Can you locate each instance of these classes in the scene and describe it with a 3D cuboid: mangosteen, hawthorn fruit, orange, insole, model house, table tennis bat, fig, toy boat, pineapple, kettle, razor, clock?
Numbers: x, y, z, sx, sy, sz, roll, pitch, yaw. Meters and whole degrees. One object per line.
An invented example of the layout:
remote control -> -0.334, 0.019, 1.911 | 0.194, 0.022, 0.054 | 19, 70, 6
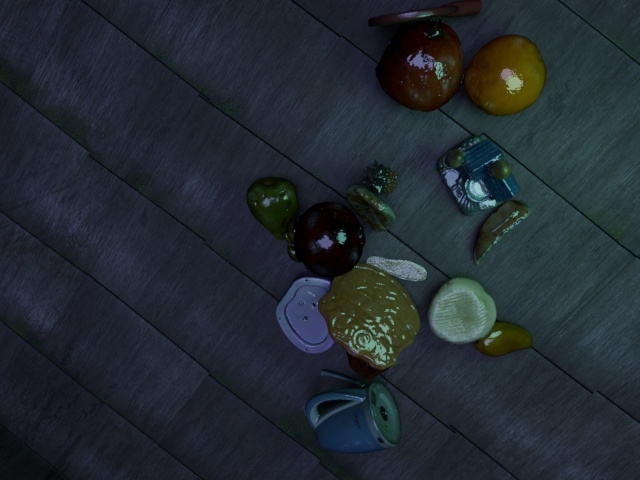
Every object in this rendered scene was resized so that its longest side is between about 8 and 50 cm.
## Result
mangosteen -> 0.019, -0.004, 1.585 | 0.312, 0.311, 0.310 | 1, 100, 9
hawthorn fruit -> 0.197, 0.441, 1.645 | 0.208, 0.248, 0.207 | 2, 98, 12
orange -> 0.626, -0.552, 1.406 | 0.262, 0.261, 0.260 | 1, 100, 9
hawthorn fruit -> 0.340, -0.598, 1.437 | 0.317, 0.316, 0.315 | 1, 100, 9
insole -> 0.308, 0.113, 1.693 | 0.248, 0.011, 0.081 | 11, 102, 7
model house -> 0.554, -0.222, 1.439 | 0.194, 0.325, 0.267 | -31, 93, 11
table tennis bat -> 0.363, -0.778, 1.427 | 0.415, 0.268, 0.051 | -15, 116, -14
fig -> -0.184, -0.110, 1.664 | 0.206, 0.206, 0.274 | 2, 123, 9
toy boat -> 0.660, -0.035, 1.572 | 0.099, 0.108, 0.292 | 26, 111, -29
pineapple -> 0.217, -0.223, 1.528 | 0.125, 0.251, 0.125 | 1, 92, 20
kettle -> 0.106, 0.727, 1.711 | 0.342, 0.247, 0.319 | -27, 107, 24
razor -> 0.095, 0.597, 1.795 | 0.191, 0.037, 0.068 | 19, 137, 7
clock -> -0.013, 0.297, 1.729 | 0.339, 0.102, 0.338 | 1, 100, 8

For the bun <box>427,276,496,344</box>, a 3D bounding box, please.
bun -> 0.547, 0.270, 1.611 | 0.260, 0.160, 0.258 | 0, 90, 23

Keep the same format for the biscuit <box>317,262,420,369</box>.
biscuit -> 0.191, 0.270, 1.591 | 0.385, 0.365, 0.062 | 40, 148, 10

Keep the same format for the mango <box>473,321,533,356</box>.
mango -> 0.714, 0.387, 1.634 | 0.228, 0.099, 0.136 | -4, 94, 1

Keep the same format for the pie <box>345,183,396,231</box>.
pie -> 0.188, -0.120, 1.571 | 0.240, 0.240, 0.054 | 42, 76, 0
